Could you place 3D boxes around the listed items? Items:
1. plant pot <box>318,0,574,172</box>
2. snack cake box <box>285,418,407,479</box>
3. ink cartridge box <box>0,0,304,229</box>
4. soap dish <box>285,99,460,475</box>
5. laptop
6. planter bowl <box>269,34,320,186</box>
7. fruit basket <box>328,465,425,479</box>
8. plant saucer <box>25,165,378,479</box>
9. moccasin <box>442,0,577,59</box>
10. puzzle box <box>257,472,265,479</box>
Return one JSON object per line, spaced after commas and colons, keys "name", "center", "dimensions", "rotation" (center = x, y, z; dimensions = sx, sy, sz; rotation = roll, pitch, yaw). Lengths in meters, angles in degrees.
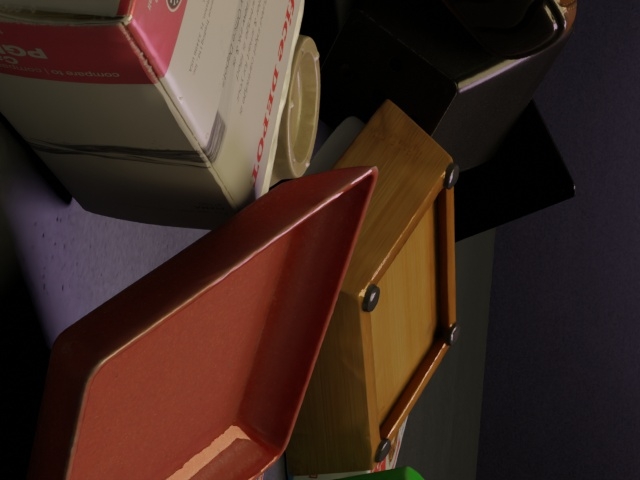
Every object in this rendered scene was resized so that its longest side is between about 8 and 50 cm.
{"name": "plant pot", "center": [0.096, -0.166, 1.653], "dimensions": [0.167, 0.187, 0.188], "rotation": [-38, 163, -50]}
{"name": "snack cake box", "center": [0.037, 0.179, 1.833], "dimensions": [0.264, 0.089, 0.152], "rotation": [-70, 163, -51]}
{"name": "ink cartridge box", "center": [-0.098, -0.147, 0.940], "dimensions": [0.283, 0.117, 0.207], "rotation": [65, 33, -68]}
{"name": "soap dish", "center": [0.037, 0.054, 1.576], "dimensions": [0.229, 0.118, 0.291], "rotation": [-54, 152, -37]}
{"name": "laptop", "center": [0.156, -0.152, 1.827], "dimensions": [0.136, 0.234, 0.264], "rotation": [36, 50, -31]}
{"name": "planter bowl", "center": [-0.061, -0.094, 1.172], "dimensions": [0.162, 0.109, 0.162], "rotation": [6, 90, -78]}
{"name": "fruit basket", "center": [0.007, 0.426, 1.511], "dimensions": [0.283, 0.392, 0.392], "rotation": [39, 49, -33]}
{"name": "plant saucer", "center": [-0.084, 0.092, 0.998], "dimensions": [0.258, 0.048, 0.259], "rotation": [-36, 152, -45]}
{"name": "moccasin", "center": [0.104, -0.332, 1.497], "dimensions": [0.380, 0.139, 0.147], "rotation": [42, 41, -25]}
{"name": "puzzle box", "center": [-0.109, 0.300, 1.271], "dimensions": [0.272, 0.052, 0.408], "rotation": [43, 53, -76]}
